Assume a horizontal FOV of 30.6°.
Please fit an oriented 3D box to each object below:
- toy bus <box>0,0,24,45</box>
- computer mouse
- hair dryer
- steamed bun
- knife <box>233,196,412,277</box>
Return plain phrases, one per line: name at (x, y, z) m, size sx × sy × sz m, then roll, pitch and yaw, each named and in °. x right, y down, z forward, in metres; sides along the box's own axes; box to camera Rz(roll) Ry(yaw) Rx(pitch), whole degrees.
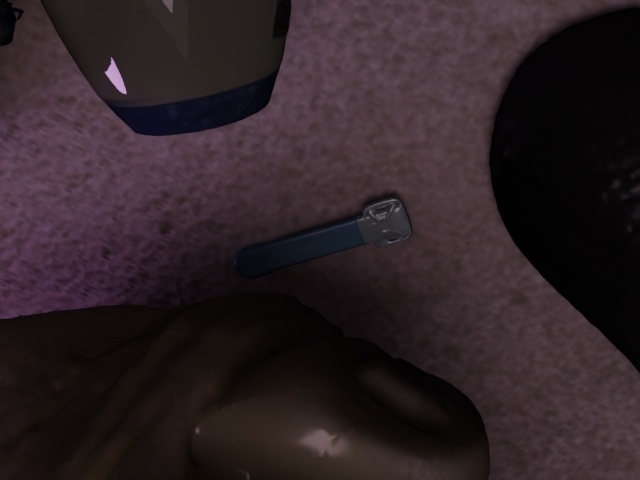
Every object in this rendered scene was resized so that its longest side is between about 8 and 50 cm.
toy bus at (-0.195, -0.049, 0.470) m, size 0.108 × 0.199 × 0.096 m, roll 16°, pitch 117°, yaw -6°
computer mouse at (0.191, 0.011, 0.579) m, size 0.147 × 0.088 × 0.264 m, roll -39°, pitch 115°, yaw 21°
hair dryer at (-0.020, -0.223, 0.442) m, size 0.298 × 0.119 × 0.296 m, roll -31°, pitch 109°, yaw 4°
steamed bun at (-0.017, 0.163, 0.535) m, size 0.247 × 0.352 × 0.339 m, roll -44°, pitch 128°, yaw -4°
knife at (0.000, 0.000, 0.607) m, size 0.096 × 0.010 × 0.027 m, roll -16°, pitch 119°, yaw 11°
